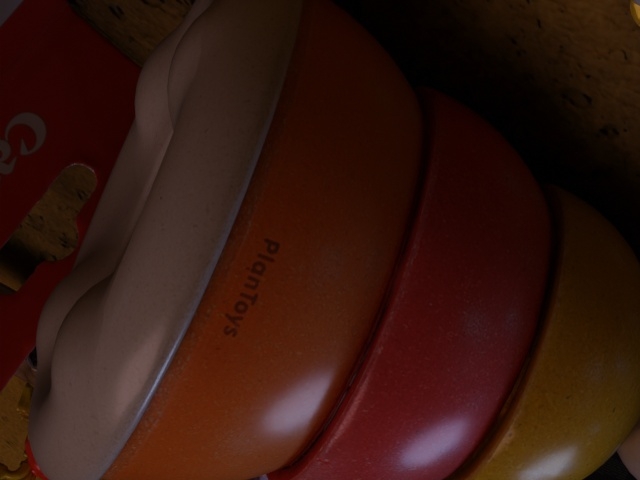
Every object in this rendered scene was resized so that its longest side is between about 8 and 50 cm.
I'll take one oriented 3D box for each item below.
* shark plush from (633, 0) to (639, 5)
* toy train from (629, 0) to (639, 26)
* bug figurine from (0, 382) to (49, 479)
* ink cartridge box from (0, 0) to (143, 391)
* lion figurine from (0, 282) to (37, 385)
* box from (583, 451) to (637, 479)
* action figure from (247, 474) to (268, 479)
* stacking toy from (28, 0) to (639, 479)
[{"bbox_3d":[0.183,-0.168,0.795,0.067,0.073,0.161,53,144,28],"label":"shark plush"},{"bbox_3d":[0.199,-0.154,0.860,0.166,0.046,0.125,47,130,-7],"label":"toy train"},{"bbox_3d":[-0.179,0.091,1.398,0.072,0.279,0.216,19,164,3],"label":"bug figurine"},{"bbox_3d":[-0.283,-0.112,1.135,0.385,0.308,0.091,41,151,-12],"label":"ink cartridge box"},{"bbox_3d":[-0.313,0.066,1.605,0.392,0.142,0.240,32,158,-5],"label":"lion figurine"},{"bbox_3d":[0.211,0.179,1.190,0.233,0.183,0.059,22,148,20],"label":"box"},{"bbox_3d":[-0.052,0.246,1.370,0.248,0.370,0.276,19,137,-15],"label":"action figure"},{"bbox_3d":[0.085,0.062,1.090,0.480,0.350,0.350,23,153,-12],"label":"stacking toy"}]
